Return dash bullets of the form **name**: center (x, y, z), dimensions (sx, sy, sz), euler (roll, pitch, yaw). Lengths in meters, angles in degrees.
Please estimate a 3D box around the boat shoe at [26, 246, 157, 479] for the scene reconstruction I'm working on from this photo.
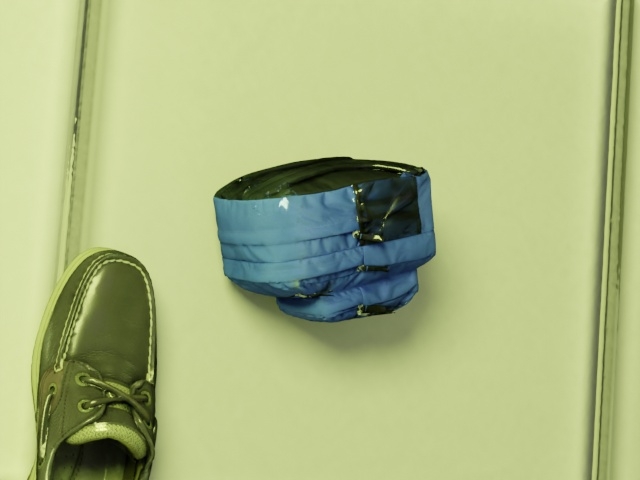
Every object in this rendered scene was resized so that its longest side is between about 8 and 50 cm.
- **boat shoe**: center (-0.126, 0.112, 1.128), dimensions (0.080, 0.073, 0.224), euler (17, 77, -27)

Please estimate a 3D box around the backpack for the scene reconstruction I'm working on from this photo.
- **backpack**: center (0.000, 0.000, 1.198), dimensions (0.120, 0.098, 0.101), euler (-7, 92, -31)
